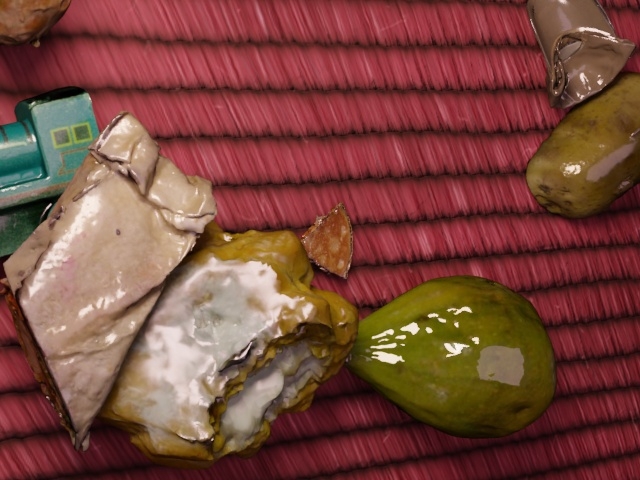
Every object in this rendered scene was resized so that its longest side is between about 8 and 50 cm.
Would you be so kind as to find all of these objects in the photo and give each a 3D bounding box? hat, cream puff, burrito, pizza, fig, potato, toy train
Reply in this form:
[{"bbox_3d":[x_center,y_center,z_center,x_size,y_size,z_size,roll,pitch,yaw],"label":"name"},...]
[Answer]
[{"bbox_3d":[0.366,-0.293,1.568,0.147,0.085,0.175,-26,90,-8],"label":"hat"},{"bbox_3d":[-0.137,0.126,1.328,0.323,0.270,0.274,-42,77,-12],"label":"cream puff"},{"bbox_3d":[-0.250,0.037,1.164,0.175,0.107,0.348,29,82,-12],"label":"burrito"},{"bbox_3d":[0.012,-0.006,1.473,0.100,0.029,0.099,27,81,-32],"label":"pizza"},{"bbox_3d":[0.175,0.141,1.480,0.314,0.233,0.233,35,85,-24],"label":"fig"},{"bbox_3d":[0.450,-0.138,1.617,0.271,0.111,0.160,-44,115,-12],"label":"potato"},{"bbox_3d":[-0.380,-0.053,1.208,0.298,0.120,0.194,-17,103,-25],"label":"toy train"}]

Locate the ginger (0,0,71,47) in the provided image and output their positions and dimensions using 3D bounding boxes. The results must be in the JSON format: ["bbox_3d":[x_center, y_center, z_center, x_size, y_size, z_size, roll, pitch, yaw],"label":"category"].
[{"bbox_3d":[-0.404,-0.368,1.067,0.375,0.176,0.256,23,90,-9],"label":"ginger"}]
